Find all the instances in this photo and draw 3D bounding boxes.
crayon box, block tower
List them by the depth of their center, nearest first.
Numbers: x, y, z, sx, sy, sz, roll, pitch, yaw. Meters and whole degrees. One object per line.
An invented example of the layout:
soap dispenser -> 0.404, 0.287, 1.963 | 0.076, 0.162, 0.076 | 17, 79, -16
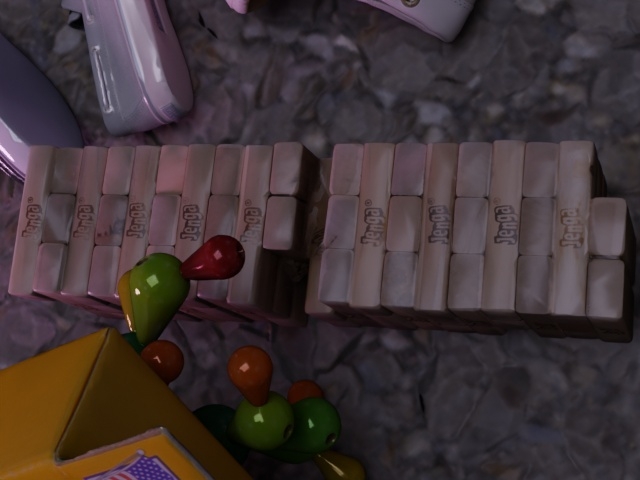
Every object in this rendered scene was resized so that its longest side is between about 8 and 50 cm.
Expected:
crayon box -> -0.131, 0.165, 0.571 | 0.323, 0.203, 0.083 | -21, 32, 27
block tower -> 0.000, 0.000, 0.658 | 0.335, 0.097, 0.091 | 2, 78, 18

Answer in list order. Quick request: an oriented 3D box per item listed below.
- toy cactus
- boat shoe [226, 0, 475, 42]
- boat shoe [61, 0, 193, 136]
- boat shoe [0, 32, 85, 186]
toy cactus -> -0.079, 0.098, 0.618 | 0.180, 0.219, 0.112 | -14, 40, 8
boat shoe -> -0.039, -0.182, 0.696 | 0.277, 0.098, 0.096 | 17, 95, 9
boat shoe -> -0.135, -0.152, 0.764 | 0.063, 0.066, 0.184 | -22, 80, 13
boat shoe -> -0.242, -0.100, 0.781 | 0.228, 0.080, 0.076 | 45, 112, 20
